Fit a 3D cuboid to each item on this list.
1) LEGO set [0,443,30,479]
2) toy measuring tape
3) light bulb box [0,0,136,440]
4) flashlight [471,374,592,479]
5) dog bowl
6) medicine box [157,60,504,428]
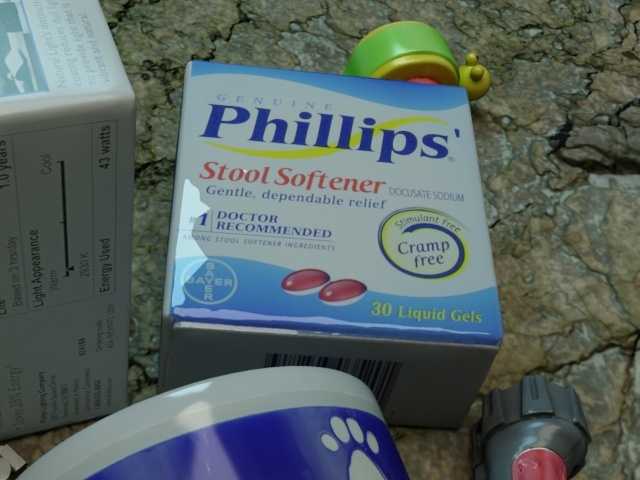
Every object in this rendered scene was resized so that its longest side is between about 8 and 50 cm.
[{"bbox_3d":[-0.302,0.201,0.727,0.093,0.087,0.227,37,53,18],"label":"LEGO set"},{"bbox_3d":[0.027,-0.166,1.070,0.330,0.121,0.121,-6,53,-15],"label":"toy measuring tape"},{"bbox_3d":[-0.331,-0.017,0.722,0.361,0.358,0.225,-11,52,-20],"label":"light bulb box"},{"bbox_3d":[0.169,0.207,0.736,0.103,0.103,0.304,16,28,-1],"label":"flashlight"},{"bbox_3d":[-0.068,0.194,0.662,0.265,0.265,0.104,-12,57,-20],"label":"dog bowl"},{"bbox_3d":[0.000,0.000,0.908,0.263,0.149,0.289,4,52,-8],"label":"medicine box"}]
